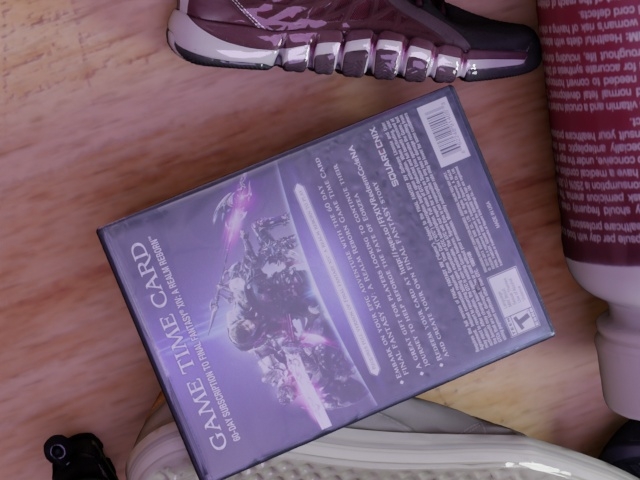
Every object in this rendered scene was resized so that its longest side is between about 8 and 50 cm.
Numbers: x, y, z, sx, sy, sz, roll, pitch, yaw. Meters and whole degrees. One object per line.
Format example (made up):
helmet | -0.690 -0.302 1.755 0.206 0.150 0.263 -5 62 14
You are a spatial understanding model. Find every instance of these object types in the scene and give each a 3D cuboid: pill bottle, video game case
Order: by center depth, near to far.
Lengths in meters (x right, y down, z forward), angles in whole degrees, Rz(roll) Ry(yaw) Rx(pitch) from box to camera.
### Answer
video game case | 0.006 0.030 1.259 0.274 0.026 0.196 -23 90 -9
pill bottle | 0.279 -0.079 1.298 0.224 0.224 0.392 -9 99 -7

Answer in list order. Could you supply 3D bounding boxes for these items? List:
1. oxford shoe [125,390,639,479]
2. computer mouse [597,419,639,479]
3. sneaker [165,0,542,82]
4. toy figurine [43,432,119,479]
oxford shoe | 0.066 0.177 1.384 0.449 0.130 0.169 12 126 -19
computer mouse | 0.346 0.167 1.397 0.188 0.272 0.072 47 51 -36
sneaker | 0.032 -0.201 1.307 0.281 0.106 0.162 3 98 -10
toy figurine | -0.255 0.236 1.332 0.213 0.148 0.209 16 99 -13
